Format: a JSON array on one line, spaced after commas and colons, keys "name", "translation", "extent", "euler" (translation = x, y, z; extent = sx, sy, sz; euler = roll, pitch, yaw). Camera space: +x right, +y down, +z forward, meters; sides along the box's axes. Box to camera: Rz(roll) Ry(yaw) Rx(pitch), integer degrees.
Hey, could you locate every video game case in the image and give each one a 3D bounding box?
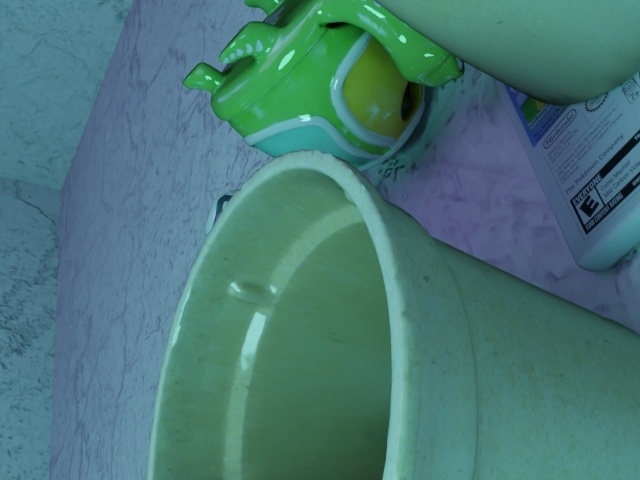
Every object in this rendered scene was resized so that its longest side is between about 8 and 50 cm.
[{"name": "video game case", "translation": [0.269, -0.188, 0.594], "extent": [0.329, 0.036, 0.300], "euler": [-56, 34, 42]}]

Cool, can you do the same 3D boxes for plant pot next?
[{"name": "plant pot", "translation": [0.115, -0.264, 0.582], "extent": [0.256, 0.274, 0.257], "euler": [-38, 47, 56]}, {"name": "plant pot", "translation": [0.079, 0.136, 0.528], "extent": [0.334, 0.305, 0.334], "euler": [-33, 50, 52]}]

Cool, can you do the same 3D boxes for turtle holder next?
[{"name": "turtle holder", "translation": [0.023, -0.210, 0.859], "extent": [0.320, 0.227, 0.243], "euler": [-32, 26, 38]}]

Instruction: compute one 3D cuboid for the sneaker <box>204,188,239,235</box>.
[{"name": "sneaker", "translation": [0.000, 0.000, 0.865], "extent": [0.153, 0.235, 0.094], "euler": [44, 121, 33]}]
